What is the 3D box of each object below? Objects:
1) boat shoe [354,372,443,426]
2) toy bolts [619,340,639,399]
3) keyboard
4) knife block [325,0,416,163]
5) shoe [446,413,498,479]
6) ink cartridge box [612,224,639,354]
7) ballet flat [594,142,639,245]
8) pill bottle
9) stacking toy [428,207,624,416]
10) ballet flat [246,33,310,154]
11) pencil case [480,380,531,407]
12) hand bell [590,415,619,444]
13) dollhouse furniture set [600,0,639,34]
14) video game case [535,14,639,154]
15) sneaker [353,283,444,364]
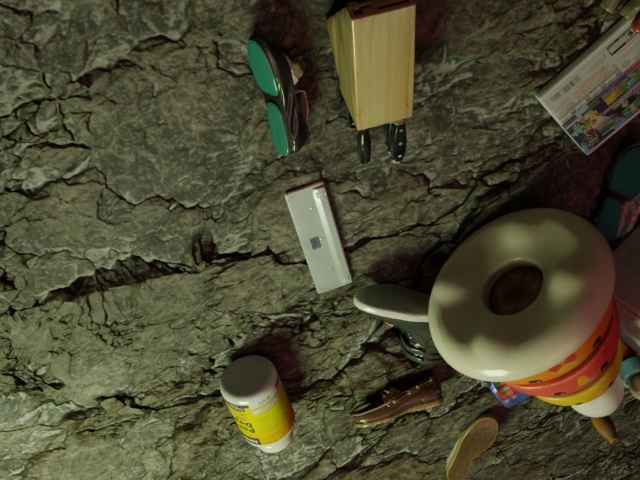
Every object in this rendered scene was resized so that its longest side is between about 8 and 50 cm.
[{"bbox_3d":[0.168,0.353,1.735,0.207,0.073,0.073,-18,94,-7],"label":"boat shoe"},{"bbox_3d":[0.744,0.246,1.764,0.218,0.158,0.228,24,118,-32],"label":"toy bolts"},{"bbox_3d":[0.000,0.000,1.421,0.072,0.014,0.256,-16,131,2],"label":"keyboard"},{"bbox_3d":[0.085,-0.216,1.123,0.088,0.275,0.241,-16,102,-5],"label":"knife block"},{"bbox_3d":[0.368,0.503,1.932,0.077,0.058,0.219,22,117,-8],"label":"shoe"},{"bbox_3d":[0.745,0.048,1.536,0.384,0.160,0.279,-45,131,-1],"label":"ink cartridge box"},{"bbox_3d":[0.590,-0.095,1.499,0.077,0.091,0.240,-30,144,-35],"label":"ballet flat"},{"bbox_3d":[-0.121,0.340,1.590,0.117,0.117,0.214,-19,131,-2],"label":"pill bottle"},{"bbox_3d":[0.464,0.196,1.487,0.351,0.350,0.480,-38,126,14],"label":"stacking toy"},{"bbox_3d":[-0.056,-0.227,1.183,0.074,0.074,0.203,-17,125,-3],"label":"ballet flat"},{"bbox_3d":[0.495,0.246,1.714,0.306,0.119,0.133,-32,86,11],"label":"pencil case"},{"bbox_3d":[0.598,0.356,1.753,0.126,0.242,0.126,-9,131,-11],"label":"hand bell"},{"bbox_3d":[0.400,-0.409,1.082,0.374,0.201,0.152,17,122,-28],"label":"dollhouse furniture set"},{"bbox_3d":[0.497,-0.266,1.352,0.201,0.023,0.183,-42,128,16],"label":"video game case"},{"bbox_3d":[0.176,0.177,1.558,0.296,0.104,0.146,10,120,-30],"label":"sneaker"}]
